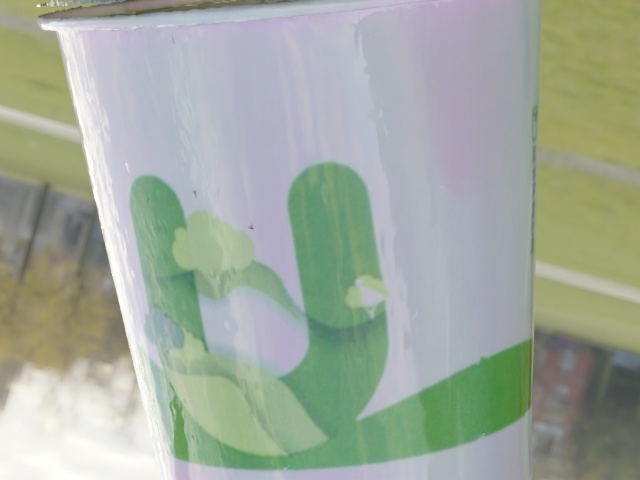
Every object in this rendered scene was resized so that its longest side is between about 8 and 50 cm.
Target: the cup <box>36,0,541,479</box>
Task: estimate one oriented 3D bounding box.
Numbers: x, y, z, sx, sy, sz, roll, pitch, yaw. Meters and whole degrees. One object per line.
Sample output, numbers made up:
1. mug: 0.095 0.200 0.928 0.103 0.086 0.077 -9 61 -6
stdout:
1. cup: 0.000 0.000 0.956 0.253 0.273 0.253 -5 -170 1
